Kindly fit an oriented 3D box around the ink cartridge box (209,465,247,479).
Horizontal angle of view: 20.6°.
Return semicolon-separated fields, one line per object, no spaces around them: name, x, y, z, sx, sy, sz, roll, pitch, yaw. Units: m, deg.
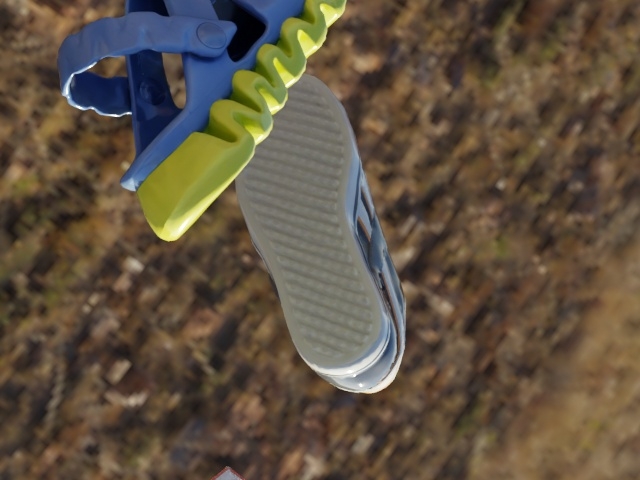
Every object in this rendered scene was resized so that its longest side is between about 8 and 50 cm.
ink cartridge box;-0.090;0.227;0.920;0.198;0.067;0.115;-60;168;27

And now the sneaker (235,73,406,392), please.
sneaker;0.000;0.000;1.676;0.126;0.321;0.127;-16;152;10

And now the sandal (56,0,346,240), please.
sandal;-0.071;-0.151;1.188;0.126;0.138;0.317;-42;-166;45
